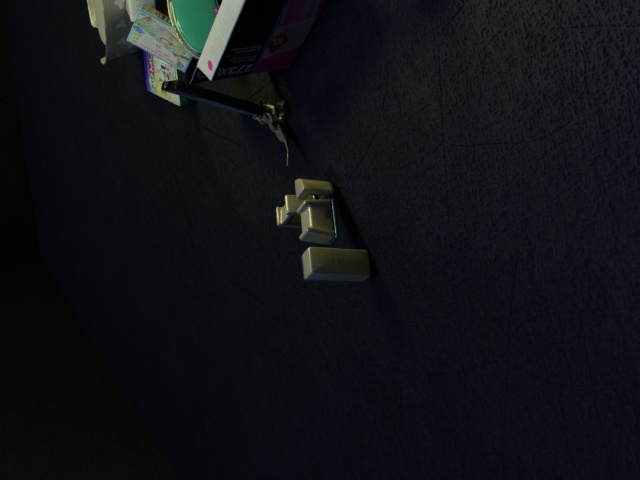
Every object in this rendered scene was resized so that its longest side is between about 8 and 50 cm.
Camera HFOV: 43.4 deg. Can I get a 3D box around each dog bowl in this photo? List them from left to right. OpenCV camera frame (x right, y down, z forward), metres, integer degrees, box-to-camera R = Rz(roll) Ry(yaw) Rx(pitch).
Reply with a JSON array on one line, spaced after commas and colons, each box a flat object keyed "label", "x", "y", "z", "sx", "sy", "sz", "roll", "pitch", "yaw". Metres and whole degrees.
[{"label": "dog bowl", "x": -0.543, "y": -0.640, "z": 2.093, "sx": 0.349, "sy": 0.102, "sz": 0.348, "roll": 170, "pitch": 90, "yaw": -70}]

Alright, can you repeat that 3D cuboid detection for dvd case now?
[{"label": "dvd case", "x": -0.227, "y": -0.294, "z": 1.656, "sx": 0.253, "sy": 0.180, "sz": 0.022, "roll": -148, "pitch": 73, "yaw": -70}]

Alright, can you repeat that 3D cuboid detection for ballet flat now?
[{"label": "ballet flat", "x": -0.293, "y": -0.543, "z": 1.778, "sx": 0.123, "sy": 0.123, "sz": 0.348, "roll": -38, "pitch": 72, "yaw": 59}]

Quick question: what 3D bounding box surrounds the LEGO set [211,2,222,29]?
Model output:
[{"label": "LEGO set", "x": -0.145, "y": -0.477, "z": 1.543, "sx": 0.132, "sy": 0.107, "sz": 0.287, "roll": 65, "pitch": 150, "yaw": 15}]

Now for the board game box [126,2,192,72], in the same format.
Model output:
[{"label": "board game box", "x": -0.365, "y": -0.473, "z": 1.883, "sx": 0.103, "sy": 0.154, "sz": 0.026, "roll": -50, "pitch": 18, "yaw": 44}]

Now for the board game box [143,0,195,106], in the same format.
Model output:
[{"label": "board game box", "x": -0.391, "y": -0.514, "z": 2.012, "sx": 0.213, "sy": 0.046, "sz": 0.317, "roll": 30, "pitch": 130, "yaw": 50}]

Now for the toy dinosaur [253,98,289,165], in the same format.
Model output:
[{"label": "toy dinosaur", "x": -0.087, "y": -0.236, "z": 1.643, "sx": 0.183, "sy": 0.053, "sz": 0.092, "roll": 54, "pitch": 161, "yaw": 45}]

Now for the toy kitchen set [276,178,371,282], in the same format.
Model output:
[{"label": "toy kitchen set", "x": 0.000, "y": 0.000, "z": 1.567, "sx": 0.166, "sy": 0.122, "sz": 0.207, "roll": 132, "pitch": 137, "yaw": -57}]

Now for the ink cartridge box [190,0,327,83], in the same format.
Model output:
[{"label": "ink cartridge box", "x": -0.107, "y": -0.383, "z": 1.454, "sx": 0.069, "sy": 0.176, "sz": 0.371, "roll": 66, "pitch": 150, "yaw": 13}]

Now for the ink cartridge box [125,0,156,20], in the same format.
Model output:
[{"label": "ink cartridge box", "x": -0.427, "y": -0.603, "z": 1.893, "sx": 0.109, "sy": 0.063, "sz": 0.150, "roll": -121, "pitch": 29, "yaw": -54}]
